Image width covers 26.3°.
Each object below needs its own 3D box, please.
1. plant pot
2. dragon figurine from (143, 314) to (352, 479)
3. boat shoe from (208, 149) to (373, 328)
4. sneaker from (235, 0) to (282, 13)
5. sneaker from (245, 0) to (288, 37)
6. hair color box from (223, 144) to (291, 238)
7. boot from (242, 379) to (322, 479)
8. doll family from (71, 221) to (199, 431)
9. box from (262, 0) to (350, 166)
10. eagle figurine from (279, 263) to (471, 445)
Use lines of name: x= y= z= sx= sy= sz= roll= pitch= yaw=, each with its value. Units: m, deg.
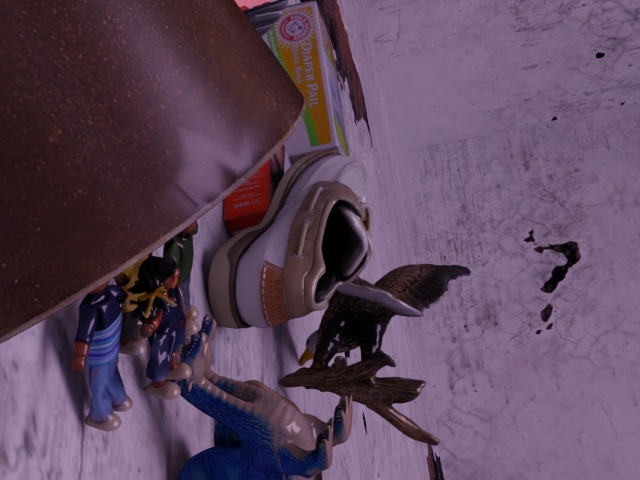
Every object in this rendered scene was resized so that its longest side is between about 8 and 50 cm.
plant pot: x=-0.154 y=-0.096 z=0.463 sx=0.230 sy=0.215 sz=0.215 roll=61 pitch=13 yaw=-16
dragon figurine: x=-0.051 y=0.184 z=1.022 sx=0.085 sy=0.144 sz=0.289 roll=-53 pitch=142 yaw=-61
boat shoe: x=0.000 y=0.000 z=1.335 sx=0.302 sy=0.103 sz=0.113 roll=-54 pitch=140 yaw=-54
sneaker: x=-0.056 y=-0.240 z=0.989 sx=0.270 sy=0.090 sz=0.145 roll=-28 pitch=105 yaw=-47
sneaker: x=-0.098 y=-0.244 z=1.316 sx=0.228 sy=0.086 sz=0.132 roll=121 pitch=-46 yaw=-65
hair color box: x=-0.064 y=-0.052 z=1.445 sx=0.167 sy=0.053 sz=0.093 roll=-95 pitch=168 yaw=-46
boot: x=-0.017 y=0.260 z=1.191 sx=0.207 sy=0.090 sz=0.248 roll=64 pitch=13 yaw=-53
doll family: x=-0.117 y=0.034 z=0.874 sx=0.193 sy=0.076 sz=0.111 roll=-94 pitch=-174 yaw=-63
box: x=-0.032 y=-0.169 z=1.653 sx=0.114 sy=0.103 sz=0.203 roll=62 pitch=18 yaw=-65
eagle figurine: x=0.041 y=0.066 z=1.578 sx=0.298 sy=0.225 sz=0.226 roll=-78 pitch=147 yaw=-45
